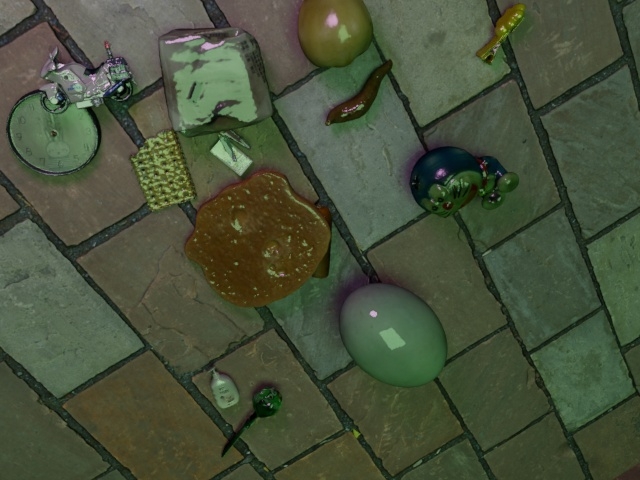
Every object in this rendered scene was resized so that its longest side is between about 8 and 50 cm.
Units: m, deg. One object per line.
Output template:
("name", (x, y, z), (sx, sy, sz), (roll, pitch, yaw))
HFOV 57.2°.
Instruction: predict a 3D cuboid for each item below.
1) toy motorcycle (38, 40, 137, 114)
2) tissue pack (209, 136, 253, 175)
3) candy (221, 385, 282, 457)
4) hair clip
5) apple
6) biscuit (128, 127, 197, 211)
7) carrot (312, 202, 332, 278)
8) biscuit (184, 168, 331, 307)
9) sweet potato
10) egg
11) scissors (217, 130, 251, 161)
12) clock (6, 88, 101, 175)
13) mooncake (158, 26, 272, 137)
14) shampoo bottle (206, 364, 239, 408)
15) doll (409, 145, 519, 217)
("toy motorcycle", (-0.551, -0.385, 1.373), (0.221, 0.102, 0.150), (-16, 104, -18))
("tissue pack", (-0.239, -0.227, 1.566), (0.108, 0.023, 0.056), (40, 96, -24))
("candy", (-0.235, 0.593, 1.889), (0.097, 0.097, 0.323), (30, 110, -23))
("hair clip", (0.492, -0.566, 1.593), (0.046, 0.072, 0.173), (24, 114, -25))
("apple", (0.034, -0.516, 1.431), (0.200, 0.200, 0.199), (-5, 113, -12))
("biscuit", (-0.418, -0.182, 1.543), (0.144, 0.016, 0.203), (-19, 116, -6))
("carrot", (0.000, 0.000, 1.700), (0.067, 0.067, 0.225), (-4, 114, -13))
("biscuit", (-0.174, 0.006, 1.639), (0.385, 0.062, 0.365), (-37, 112, 14))
("sweet potato", (0.114, -0.382, 1.576), (0.249, 0.059, 0.069), (-43, 103, 1))
("egg", (0.220, 0.285, 1.756), (0.389, 0.276, 0.276), (38, 99, -25))
("scissors", (-0.259, -0.292, 1.520), (0.134, 0.020, 0.187), (-40, 105, -2))
("clock", (-0.652, -0.262, 1.437), (0.215, 0.042, 0.214), (-5, 113, -12))
("mooncake", (-0.256, -0.390, 1.427), (0.250, 0.136, 0.254), (-10, 105, -9))
("shampoo bottle", (-0.307, 0.445, 1.816), (0.077, 0.045, 0.151), (-20, 115, -5))
("doll", (0.386, -0.169, 1.667), (0.322, 0.186, 0.198), (-4, 145, -31))
